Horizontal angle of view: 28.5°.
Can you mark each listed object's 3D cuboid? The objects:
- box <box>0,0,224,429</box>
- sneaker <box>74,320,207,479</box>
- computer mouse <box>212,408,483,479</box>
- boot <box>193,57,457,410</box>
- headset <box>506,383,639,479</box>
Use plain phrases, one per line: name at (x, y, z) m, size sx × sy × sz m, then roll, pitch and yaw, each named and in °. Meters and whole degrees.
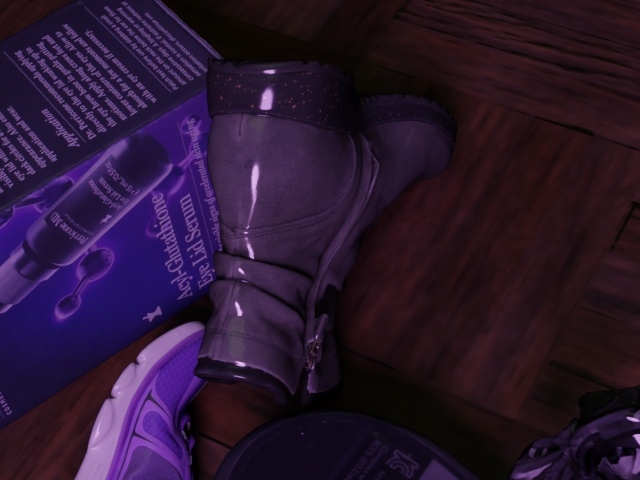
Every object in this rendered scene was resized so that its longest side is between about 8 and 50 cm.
box at (-0.144, -0.016, 0.671) m, size 0.207 × 0.153 × 0.108 m, roll -35°, pitch 57°, yaw -17°
sneaker at (-0.084, 0.121, 0.625) m, size 0.071 × 0.068 × 0.169 m, roll 21°, pitch 65°, yaw 4°
computer mouse at (0.062, 0.184, 0.545) m, size 0.272 × 0.072 × 0.188 m, roll 37°, pitch 59°, yaw 18°
boot at (0.000, 0.000, 0.653) m, size 0.083 × 0.246 × 0.161 m, roll 5°, pitch 92°, yaw 23°
headset at (0.234, 0.205, 0.449) m, size 0.394 × 0.185 × 0.243 m, roll 46°, pitch 67°, yaw 6°
